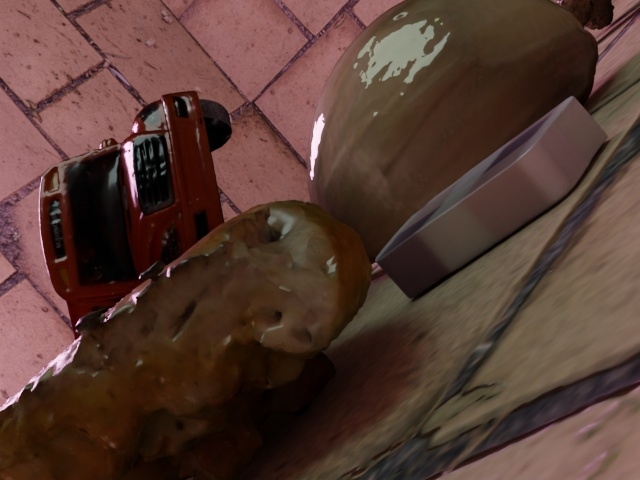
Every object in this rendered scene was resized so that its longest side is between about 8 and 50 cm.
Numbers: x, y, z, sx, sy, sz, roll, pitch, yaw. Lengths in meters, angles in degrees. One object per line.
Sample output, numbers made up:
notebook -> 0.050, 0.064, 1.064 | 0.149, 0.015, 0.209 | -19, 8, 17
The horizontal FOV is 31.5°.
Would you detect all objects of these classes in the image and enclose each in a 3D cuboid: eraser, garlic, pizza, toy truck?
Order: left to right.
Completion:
pizza -> -0.082, 0.076, 0.499 | 0.226, 0.086, 0.335 | -39, 2, -25
toy truck -> -0.107, 0.016, 0.702 | 0.114, 0.107, 0.253 | -8, -24, -10
garlic -> 0.056, -0.070, 0.646 | 0.206, 0.115, 0.128 | -43, 9, 11
eraser -> 0.074, -0.018, 0.500 | 0.105, 0.026, 0.065 | -38, 7, 40

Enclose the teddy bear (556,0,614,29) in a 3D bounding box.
teddy bear -> 0.225, -0.211, 0.861 | 0.119, 0.078, 0.160 | -39, 0, -33
